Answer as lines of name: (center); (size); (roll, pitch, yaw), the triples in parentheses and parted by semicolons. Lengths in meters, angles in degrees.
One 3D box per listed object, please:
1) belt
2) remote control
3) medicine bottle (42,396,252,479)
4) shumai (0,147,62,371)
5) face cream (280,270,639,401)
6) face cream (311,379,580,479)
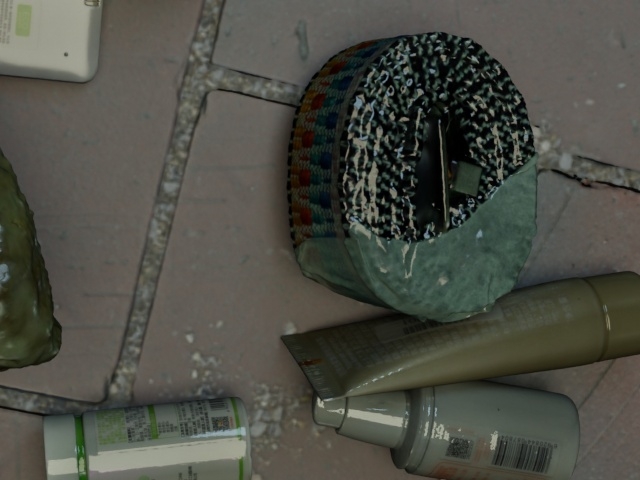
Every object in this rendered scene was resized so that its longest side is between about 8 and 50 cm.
belt: (0.084, -0.055, 1.297); (0.207, 0.150, 0.257); (-5, 95, -23)
remote control: (-0.316, -0.197, 1.260); (0.250, 0.034, 0.103); (4, 97, -11)
medicine bottle: (-0.158, 0.193, 1.320); (0.183, 0.086, 0.086); (-4, 99, -10)
shumai: (-0.381, 0.018, 1.133); (0.288, 0.330, 0.292); (-25, 145, -20)
face cream: (0.144, 0.091, 1.354); (0.341, 0.137, 0.084); (-8, 114, -15)
face cream: (0.111, 0.174, 1.363); (0.251, 0.101, 0.101); (11, 96, -12)
